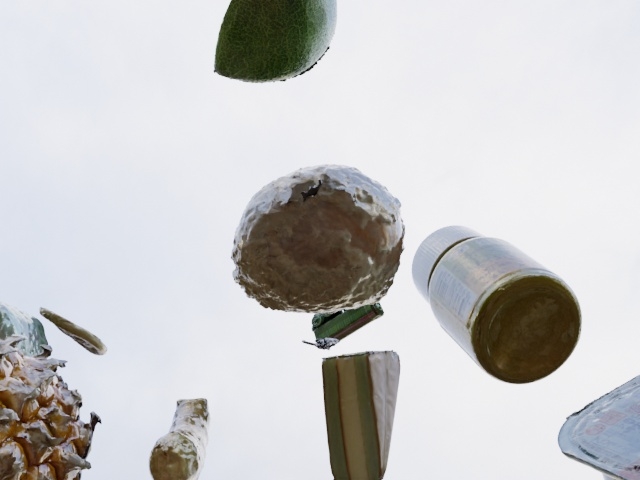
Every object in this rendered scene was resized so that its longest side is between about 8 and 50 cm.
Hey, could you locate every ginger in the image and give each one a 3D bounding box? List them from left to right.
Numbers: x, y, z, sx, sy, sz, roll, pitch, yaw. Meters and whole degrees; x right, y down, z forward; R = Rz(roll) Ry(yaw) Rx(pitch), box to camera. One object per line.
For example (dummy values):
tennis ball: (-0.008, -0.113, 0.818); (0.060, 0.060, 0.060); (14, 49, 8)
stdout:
ginger: (-0.185, 0.280, 1.250); (0.065, 0.299, 0.118); (6, -81, -2)

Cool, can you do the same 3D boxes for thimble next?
thimble: (-0.593, 0.210, 1.648); (0.185, 0.211, 0.149); (-23, -26, 9)

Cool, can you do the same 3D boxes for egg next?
egg: (0.000, 0.000, 1.551); (0.310, 0.279, 0.279); (-9, -49, -17)

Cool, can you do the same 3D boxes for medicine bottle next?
medicine bottle: (0.329, 0.109, 1.813); (0.224, 0.384, 0.225); (-4, -72, -14)

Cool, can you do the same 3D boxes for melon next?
melon: (-0.045, -0.365, 1.447); (0.129, 0.265, 0.169); (33, -24, 11)

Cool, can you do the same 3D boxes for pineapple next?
pineapple: (-0.474, 0.253, 1.097); (0.352, 0.353, 0.300); (-27, -29, 18)

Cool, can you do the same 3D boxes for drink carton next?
drink carton: (0.356, 0.239, 0.872); (0.185, 0.191, 0.190); (-30, -76, -19)

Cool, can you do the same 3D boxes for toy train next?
toy train: (0.045, 0.140, 1.684); (0.148, 0.071, 0.038); (-33, -29, 22)

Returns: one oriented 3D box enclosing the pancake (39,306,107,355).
pancake: (-0.476, 0.175, 1.768); (0.158, 0.028, 0.158); (30, -17, 10)

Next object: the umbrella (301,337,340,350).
umbrella: (0.008, 0.112, 0.994); (0.022, 0.122, 0.013); (14, -90, 20)

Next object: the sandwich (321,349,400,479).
sandwich: (0.064, 0.229, 1.210); (0.079, 0.164, 0.113); (-11, -9, 27)
